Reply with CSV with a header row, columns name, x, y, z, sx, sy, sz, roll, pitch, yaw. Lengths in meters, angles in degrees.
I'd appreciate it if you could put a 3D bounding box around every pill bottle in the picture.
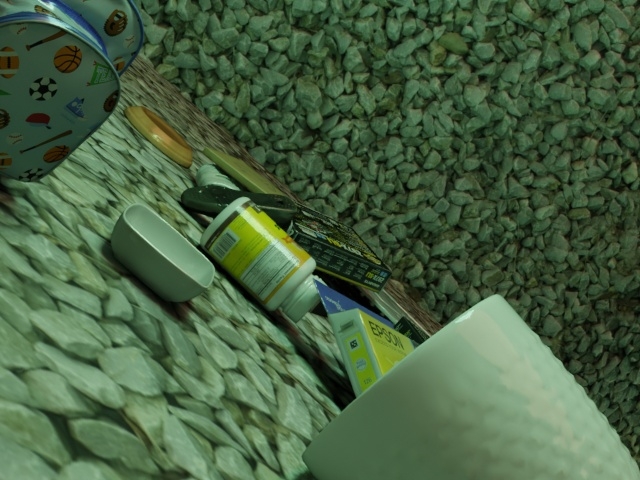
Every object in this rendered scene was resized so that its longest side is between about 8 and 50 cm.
name,x,y,z,sx,sy,sz,roll,pitch,yaw
pill bottle,-0.090,0.036,1.358,0.215,0.117,0.117,44,6,2

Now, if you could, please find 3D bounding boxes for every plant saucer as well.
name,x,y,z,sx,sy,sz,roll,pitch,yaw
plant saucer,-0.371,-0.249,1.894,0.200,0.037,0.200,43,6,-5

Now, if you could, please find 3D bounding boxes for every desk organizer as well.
name,x,y,z,sx,sy,sz,roll,pitch,yaw
desk organizer,0.001,0.123,1.691,0.050,0.047,0.130,43,5,23

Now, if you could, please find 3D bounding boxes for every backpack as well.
name,x,y,z,sx,sy,sz,roll,pitch,yaw
backpack,-0.326,-0.211,0.844,0.213,0.263,0.276,46,6,26

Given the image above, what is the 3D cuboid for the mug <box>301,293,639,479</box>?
name,x,y,z,sx,sy,sz,roll,pitch,yaw
mug,0.179,0.287,0.865,0.328,0.276,0.374,50,-23,15

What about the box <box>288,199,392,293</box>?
name,x,y,z,sx,sy,sz,roll,pitch,yaw
box,0.000,0.000,2.093,0.322,0.079,0.257,23,18,-34

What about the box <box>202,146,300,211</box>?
name,x,y,z,sx,sy,sz,roll,pitch,yaw
box,-0.152,-0.135,1.818,0.201,0.021,0.164,37,9,23

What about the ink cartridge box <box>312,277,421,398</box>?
name,x,y,z,sx,sy,sz,roll,pitch,yaw
ink cartridge box,0.127,0.219,1.324,0.303,0.072,0.307,33,34,-54

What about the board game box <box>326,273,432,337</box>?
name,x,y,z,sx,sy,sz,roll,pitch,yaw
board game box,0.169,0.186,2.337,0.390,0.050,0.390,44,6,11

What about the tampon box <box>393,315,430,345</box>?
name,x,y,z,sx,sy,sz,roll,pitch,yaw
tampon box,0.185,0.254,1.624,0.101,0.120,0.161,40,7,-25

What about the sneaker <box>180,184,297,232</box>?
name,x,y,z,sx,sy,sz,roll,pitch,yaw
sneaker,-0.168,-0.033,1.570,0.227,0.130,0.087,7,30,-28

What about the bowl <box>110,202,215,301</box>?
name,x,y,z,sx,sy,sz,roll,pitch,yaw
bowl,-0.205,0.021,1.026,0.142,0.053,0.142,43,6,-9

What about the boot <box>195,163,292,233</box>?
name,x,y,z,sx,sy,sz,roll,pitch,yaw
boot,-0.165,-0.066,1.796,0.258,0.095,0.123,31,16,-23
